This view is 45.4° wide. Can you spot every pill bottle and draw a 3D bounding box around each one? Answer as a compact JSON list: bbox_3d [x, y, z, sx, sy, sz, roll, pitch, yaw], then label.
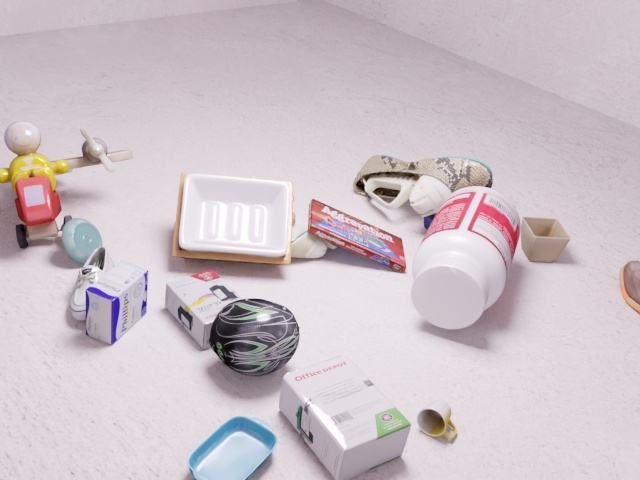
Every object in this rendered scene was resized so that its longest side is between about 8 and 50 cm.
[{"bbox_3d":[0.362,0.041,1.919,0.229,0.229,0.407,18,33,14],"label":"pill bottle"}]

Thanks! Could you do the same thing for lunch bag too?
[{"bbox_3d":[0.340,-0.051,2.219,0.067,0.065,0.098,-19,40,-14],"label":"lunch bag"}]

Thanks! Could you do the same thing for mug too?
[{"bbox_3d":[0.237,0.361,1.550,0.062,0.078,0.064,-12,10,32],"label":"mug"}]

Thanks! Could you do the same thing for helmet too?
[{"bbox_3d":[-0.131,0.203,1.598,0.161,0.169,0.169,12,28,37],"label":"helmet"}]

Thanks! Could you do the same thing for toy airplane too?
[{"bbox_3d":[-0.736,-0.188,1.960,0.384,0.272,0.386,14,36,22],"label":"toy airplane"}]

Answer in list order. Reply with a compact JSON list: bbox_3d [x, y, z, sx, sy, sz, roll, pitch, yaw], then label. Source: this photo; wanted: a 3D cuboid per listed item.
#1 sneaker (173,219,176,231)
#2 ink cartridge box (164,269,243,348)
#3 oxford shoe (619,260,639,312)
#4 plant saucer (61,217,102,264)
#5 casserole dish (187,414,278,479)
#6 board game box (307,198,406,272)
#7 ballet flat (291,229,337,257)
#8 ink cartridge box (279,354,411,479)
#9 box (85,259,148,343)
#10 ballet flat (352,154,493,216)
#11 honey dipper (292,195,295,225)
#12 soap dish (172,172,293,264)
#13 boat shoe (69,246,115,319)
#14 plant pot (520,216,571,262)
[{"bbox_3d":[-0.278,-0.054,2.047,0.232,0.090,0.115,-22,53,-33],"label":"sneaker"},{"bbox_3d":[-0.253,0.152,1.731,0.127,0.072,0.175,-17,39,-36],"label":"ink cartridge box"},{"bbox_3d":[0.887,0.142,1.979,0.130,0.132,0.363,4,32,-7],"label":"oxford shoe"},{"bbox_3d":[-0.573,-0.001,1.863,0.021,0.119,0.119,-18,17,32],"label":"plant saucer"},{"bbox_3d":[-0.160,0.394,1.401,0.114,0.037,0.188,25,36,23],"label":"casserole dish"},{"bbox_3d":[0.098,-0.014,2.046,0.281,0.027,0.145,23,29,-14],"label":"board game box"},{"bbox_3d":[0.000,0.000,2.044,0.086,0.086,0.248,25,34,24],"label":"ballet flat"},{"bbox_3d":[0.042,0.339,1.486,0.160,0.092,0.219,-13,37,-32],"label":"ink cartridge box"},{"bbox_3d":[-0.441,0.133,1.663,0.072,0.126,0.137,20,34,14],"label":"box"},{"bbox_3d":[0.271,-0.150,2.210,0.182,0.164,0.483,-45,32,-23],"label":"ballet flat"},{"bbox_3d":[-0.087,-0.092,2.210,0.030,0.030,0.160,6,29,-5],"label":"honey dipper"},{"bbox_3d":[-0.218,-0.048,1.943,0.291,0.118,0.229,4,68,-7],"label":"soap dish"},{"bbox_3d":[-0.526,0.092,1.743,0.083,0.075,0.226,-8,28,0],"label":"boat shoe"},{"bbox_3d":[0.627,0.003,2.174,0.109,0.096,0.109,3,33,-9],"label":"plant pot"}]
